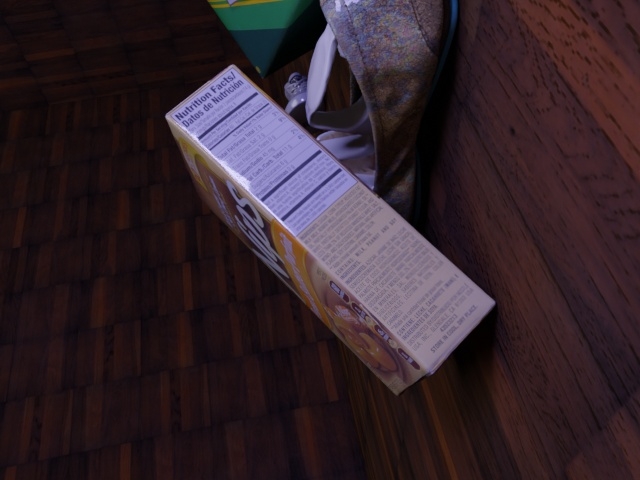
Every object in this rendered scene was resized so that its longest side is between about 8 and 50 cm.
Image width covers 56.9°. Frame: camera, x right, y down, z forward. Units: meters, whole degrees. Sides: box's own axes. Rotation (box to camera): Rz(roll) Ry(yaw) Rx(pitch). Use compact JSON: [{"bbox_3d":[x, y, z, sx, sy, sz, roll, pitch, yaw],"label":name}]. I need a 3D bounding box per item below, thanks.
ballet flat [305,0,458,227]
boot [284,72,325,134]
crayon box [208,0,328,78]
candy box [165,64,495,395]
[{"bbox_3d":[0.044,-0.108,0.569,0.348,0.123,0.123,87,172,-60],"label":"ballet flat"},{"bbox_3d":[-0.050,-0.330,1.364,0.258,0.095,0.123,115,137,-84],"label":"boot"},{"bbox_3d":[-0.087,-0.357,0.473,0.362,0.106,0.313,54,165,-4],"label":"crayon box"},{"bbox_3d":[0.000,0.000,0.572,0.316,0.087,0.183,43,164,14],"label":"candy box"}]
